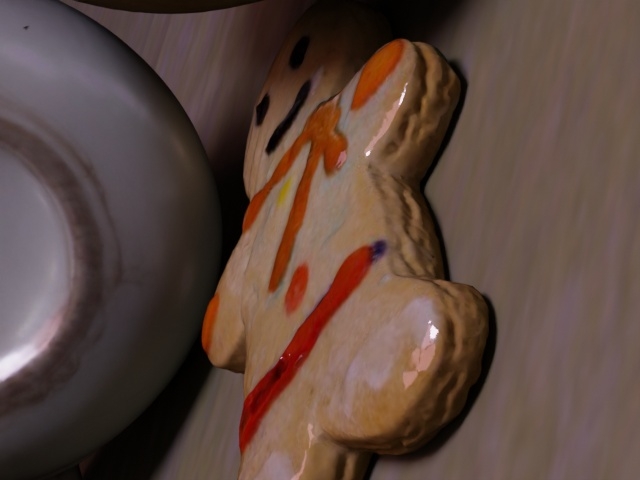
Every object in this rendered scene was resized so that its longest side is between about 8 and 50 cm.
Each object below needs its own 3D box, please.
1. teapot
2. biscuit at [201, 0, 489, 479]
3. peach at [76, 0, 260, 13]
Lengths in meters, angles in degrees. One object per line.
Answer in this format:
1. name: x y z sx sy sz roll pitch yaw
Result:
1. teapot: -0.198 -0.020 0.745 0.149 0.318 0.220 -93 26 -80
2. biscuit: 0.000 0.000 0.626 0.153 0.030 0.234 -50 28 36
3. peach: -0.053 -0.223 0.650 0.292 0.247 0.292 -39 37 38
